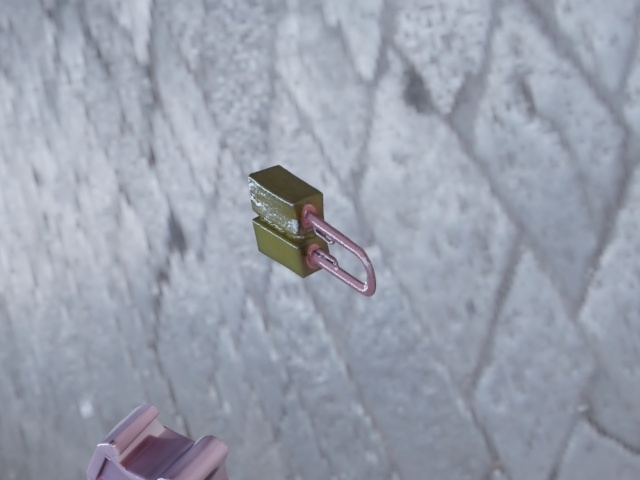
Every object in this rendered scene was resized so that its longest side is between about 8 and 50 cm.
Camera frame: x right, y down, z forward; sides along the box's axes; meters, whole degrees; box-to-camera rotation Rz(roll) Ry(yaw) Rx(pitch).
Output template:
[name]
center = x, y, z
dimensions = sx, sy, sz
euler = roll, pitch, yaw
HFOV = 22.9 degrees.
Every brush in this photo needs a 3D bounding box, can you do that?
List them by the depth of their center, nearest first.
[brush]
center = 0.000, 0.000, 1.783
dimensions = 0.233, 0.047, 0.103
euler = 32, 137, 50

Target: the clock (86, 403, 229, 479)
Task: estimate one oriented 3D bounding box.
[clock]
center = -0.149, 0.314, 1.877
dimensions = 0.275, 0.080, 0.290
euler = 41, 155, 8
